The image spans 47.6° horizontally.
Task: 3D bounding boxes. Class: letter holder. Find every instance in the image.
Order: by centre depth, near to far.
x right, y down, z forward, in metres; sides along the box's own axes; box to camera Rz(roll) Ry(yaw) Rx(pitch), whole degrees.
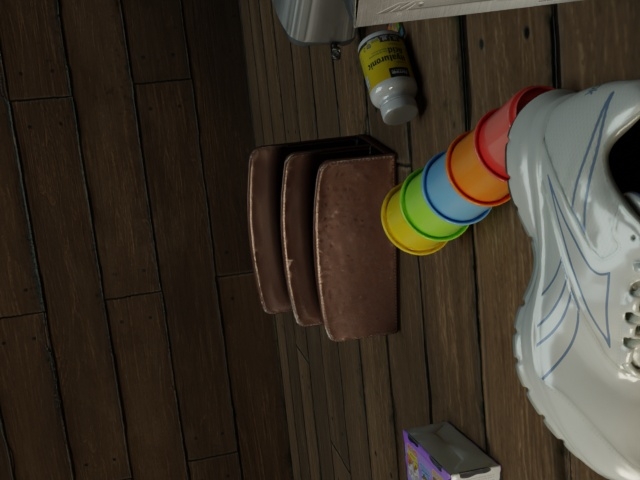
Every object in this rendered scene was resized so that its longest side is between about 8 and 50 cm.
[{"bbox_3d":[0.000,0.000,1.167,0.152,0.215,0.301,-126,31,-66],"label":"letter holder"}]

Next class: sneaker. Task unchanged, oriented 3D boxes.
[{"bbox_3d":[0.207,0.028,0.511,0.129,0.111,0.296,166,95,-72],"label":"sneaker"}]

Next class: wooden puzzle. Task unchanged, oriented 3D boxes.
[{"bbox_3d":[0.102,-0.292,1.005,0.083,0.006,0.049,110,150,-65],"label":"wooden puzzle"}]

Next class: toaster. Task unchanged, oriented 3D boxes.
[{"bbox_3d":[-0.004,-0.408,1.134,0.146,0.129,0.226,102,159,-52],"label":"toaster"}]

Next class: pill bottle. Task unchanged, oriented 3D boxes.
[{"bbox_3d":[0.092,-0.214,0.962,0.065,0.065,0.116,110,149,-65],"label":"pill bottle"}]

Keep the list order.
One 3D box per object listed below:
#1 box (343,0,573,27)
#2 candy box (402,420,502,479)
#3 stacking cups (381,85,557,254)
[{"bbox_3d":[0.110,-0.233,0.476,0.056,0.231,0.183,95,163,-57],"label":"box"},{"bbox_3d":[0.174,0.359,0.942,0.165,0.070,0.196,-158,62,-76],"label":"candy box"},{"bbox_3d":[0.153,-0.070,0.742,0.316,0.096,0.096,129,132,-69],"label":"stacking cups"}]
